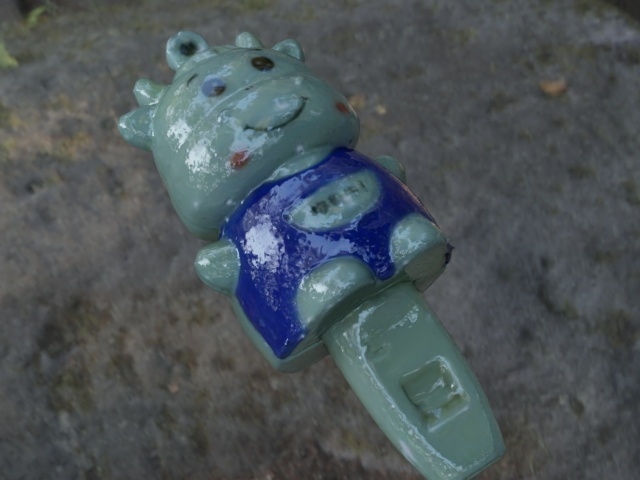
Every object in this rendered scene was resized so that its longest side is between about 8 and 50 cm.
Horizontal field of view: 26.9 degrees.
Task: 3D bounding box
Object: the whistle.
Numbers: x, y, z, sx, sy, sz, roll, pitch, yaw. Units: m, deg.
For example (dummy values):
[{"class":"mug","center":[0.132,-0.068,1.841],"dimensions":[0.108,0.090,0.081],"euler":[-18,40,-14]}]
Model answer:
[{"class":"whistle","center":[0.000,0.000,0.590],"dimensions":[0.110,0.092,0.244],"euler":[-27,73,-24]}]
